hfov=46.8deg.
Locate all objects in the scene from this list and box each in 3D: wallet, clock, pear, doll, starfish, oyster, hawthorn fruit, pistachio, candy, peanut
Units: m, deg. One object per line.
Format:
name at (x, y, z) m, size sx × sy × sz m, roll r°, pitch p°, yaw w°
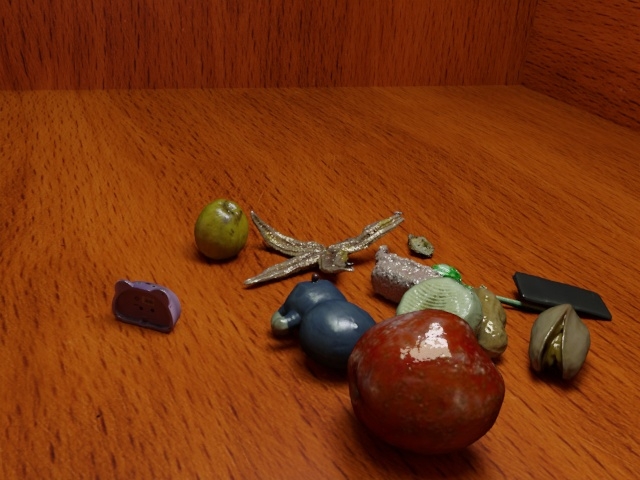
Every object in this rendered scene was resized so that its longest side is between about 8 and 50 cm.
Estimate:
wallet at (0.621, 0.142, 1.903) m, size 0.244 × 0.025 × 0.124 m, roll 15°, pitch 27°, yaw -6°
clock at (-0.385, 0.135, 1.640) m, size 0.152 × 0.110 × 0.050 m, roll 12°, pitch 27°, yaw 13°
pear at (-0.263, -0.028, 1.967) m, size 0.148 × 0.162 × 0.149 m, roll 12°, pitch 31°, yaw -8°
doll at (0.023, 0.185, 1.604) m, size 0.228 × 0.154 × 0.258 m, roll -5°, pitch 33°, yaw -30°
starfish at (-0.002, 0.011, 1.957) m, size 0.397 × 0.132 × 0.384 m, roll 7°, pitch 20°, yaw 13°
oyster at (0.290, 0.014, 2.144) m, size 0.086 × 0.029 × 0.132 m, roll 15°, pitch 23°, yaw 6°
hawthorn fruit at (0.186, 0.259, 1.350) m, size 0.284 × 0.285 × 0.284 m, roll 5°, pitch 25°, yaw -2°
pistachio at (0.527, 0.223, 1.632) m, size 0.129 × 0.132 × 0.206 m, roll 7°, pitch 27°, yaw 23°
candy at (0.417, 0.135, 1.877) m, size 0.323 × 0.097 × 0.097 m, roll 16°, pitch 26°, yaw 3°
peanut at (0.383, 0.188, 1.711) m, size 0.108 × 0.095 × 0.226 m, roll 22°, pitch 27°, yaw -6°

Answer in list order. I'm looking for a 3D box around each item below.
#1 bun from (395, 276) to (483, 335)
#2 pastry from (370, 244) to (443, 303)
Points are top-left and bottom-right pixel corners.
bun at (0.269, 0.177, 1.648) m, size 0.195 × 0.118 × 0.196 m, roll -20°, pitch 38°, yaw 16°
pastry at (0.210, 0.102, 1.834) m, size 0.112 × 0.103 × 0.265 m, roll -26°, pitch 36°, yaw -31°
